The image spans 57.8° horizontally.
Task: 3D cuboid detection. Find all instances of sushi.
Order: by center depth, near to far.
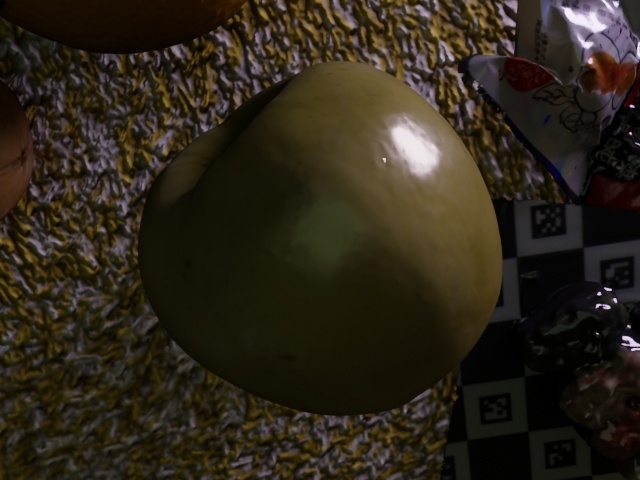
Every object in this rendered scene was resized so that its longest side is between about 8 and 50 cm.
[{"bbox_3d":[0.292,0.140,0.544,0.319,0.069,0.340,7,104,-3],"label":"sushi"}]

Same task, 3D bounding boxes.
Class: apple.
[{"bbox_3d":[0.000,0.000,0.440,0.262,0.262,0.263,0,100,-2],"label":"apple"}]

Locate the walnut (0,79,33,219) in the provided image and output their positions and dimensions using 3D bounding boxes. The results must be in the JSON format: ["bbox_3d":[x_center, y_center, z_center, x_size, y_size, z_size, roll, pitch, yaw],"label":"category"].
[{"bbox_3d":[-0.329,-0.078,0.456,0.197,0.165,0.165,1,100,-2],"label":"walnut"}]

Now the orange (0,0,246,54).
[{"bbox_3d":[-0.144,-0.263,0.373,0.273,0.274,0.275,0,100,-2],"label":"orange"}]

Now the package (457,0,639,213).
[{"bbox_3d":[0.252,-0.132,0.513,0.269,0.071,0.194,24,110,-24],"label":"package"}]
